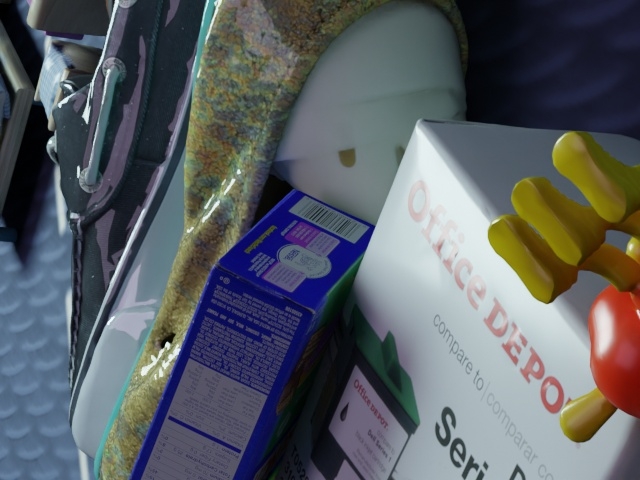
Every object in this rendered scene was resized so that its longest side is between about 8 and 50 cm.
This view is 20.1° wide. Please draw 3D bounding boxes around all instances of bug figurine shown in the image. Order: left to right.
[{"bbox_3d":[0.166,0.064,0.371,0.279,0.072,0.216,56,140,14],"label":"bug figurine"}]

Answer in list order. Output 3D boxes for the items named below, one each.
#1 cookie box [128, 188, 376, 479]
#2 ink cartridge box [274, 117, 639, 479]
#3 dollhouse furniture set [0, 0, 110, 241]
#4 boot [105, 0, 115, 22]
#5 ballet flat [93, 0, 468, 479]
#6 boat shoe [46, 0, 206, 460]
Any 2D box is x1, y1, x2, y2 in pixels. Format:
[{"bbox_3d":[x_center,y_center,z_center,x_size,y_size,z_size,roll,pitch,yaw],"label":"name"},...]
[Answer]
[{"bbox_3d":[-0.024,0.047,0.647,0.107,0.040,0.092,-67,-9,24],"label":"cookie box"},{"bbox_3d":[0.062,0.091,0.596,0.160,0.093,0.219,56,134,49],"label":"ink cartridge box"},{"bbox_3d":[-0.269,-0.116,1.143,0.286,0.198,0.303,59,136,48],"label":"dollhouse furniture set"},{"bbox_3d":[-0.089,-0.244,0.940,0.280,0.096,0.264,-137,51,-60],"label":"boot"},{"bbox_3d":[0.000,0.000,0.726,0.123,0.123,0.348,53,132,51],"label":"ballet flat"},{"bbox_3d":[-0.073,-0.044,0.822,0.102,0.108,0.301,24,110,18],"label":"boat shoe"}]
